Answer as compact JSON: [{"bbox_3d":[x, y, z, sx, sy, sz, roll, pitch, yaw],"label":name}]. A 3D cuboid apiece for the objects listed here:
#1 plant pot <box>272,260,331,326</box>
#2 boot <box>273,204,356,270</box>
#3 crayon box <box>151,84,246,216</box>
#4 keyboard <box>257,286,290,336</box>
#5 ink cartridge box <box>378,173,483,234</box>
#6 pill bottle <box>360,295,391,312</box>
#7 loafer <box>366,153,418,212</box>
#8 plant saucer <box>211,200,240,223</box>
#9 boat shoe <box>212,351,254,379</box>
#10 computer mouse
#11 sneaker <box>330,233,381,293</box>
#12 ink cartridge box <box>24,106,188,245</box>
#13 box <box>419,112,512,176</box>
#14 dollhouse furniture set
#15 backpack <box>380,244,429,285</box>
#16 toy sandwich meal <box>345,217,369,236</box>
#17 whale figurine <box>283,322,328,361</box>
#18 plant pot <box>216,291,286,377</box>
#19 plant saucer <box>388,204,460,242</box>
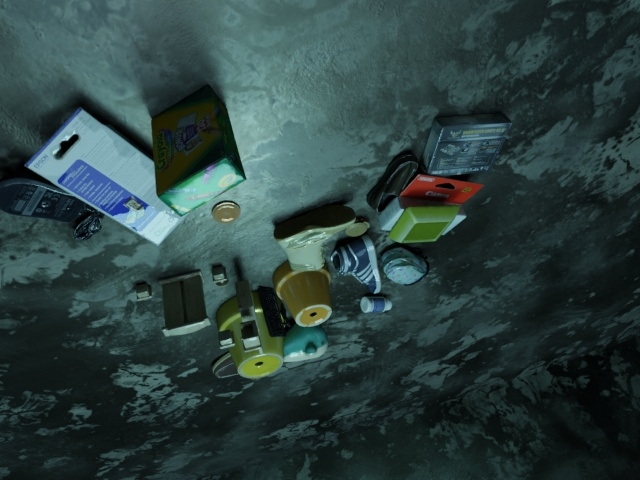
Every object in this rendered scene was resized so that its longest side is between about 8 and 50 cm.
[{"bbox_3d":[-0.049,0.190,1.582,0.205,0.187,0.205,-12,139,-10],"label":"plant pot"},{"bbox_3d":[0.000,0.000,1.464,0.262,0.095,0.203,-19,139,1],"label":"boot"},{"bbox_3d":[-0.273,-0.202,0.987,0.166,0.278,0.081,-28,140,8],"label":"crayon box"},{"bbox_3d":[-0.157,0.248,1.601,0.100,0.191,0.038,9,142,-45],"label":"keyboard"},{"bbox_3d":[0.368,-0.108,1.486,0.276,0.060,0.239,4,150,-26],"label":"ink cartridge box"},{"bbox_3d":[0.233,0.265,1.875,0.120,0.067,0.067,3,134,-26],"label":"pill bottle"},{"bbox_3d":[0.230,-0.168,1.388,0.080,0.078,0.220,11,131,-32],"label":"loafer"},{"bbox_3d":[-0.276,-0.080,1.325,0.084,0.013,0.083,-11,139,-10],"label":"plant saucer"},{"bbox_3d":[-0.287,0.518,1.894,0.342,0.123,0.123,-19,140,-2],"label":"boat shoe"},{"bbox_3d":[-0.656,-0.101,1.109,0.188,0.072,0.272,-41,148,19],"label":"computer mouse"},{"bbox_3d":[0.129,0.107,1.631,0.153,0.099,0.282,-21,133,-7],"label":"sneaker"},{"bbox_3d":[-0.480,-0.145,1.094,0.175,0.069,0.371,-46,138,1],"label":"ink cartridge box"},{"bbox_3d":[0.431,-0.285,1.359,0.231,0.056,0.183,-8,138,-14],"label":"box"},{"bbox_3d":[-0.383,0.267,1.441,0.356,0.303,0.173,-12,140,-9],"label":"dollhouse furniture set"},{"bbox_3d":[0.311,0.095,1.685,0.152,0.115,0.182,-39,134,24],"label":"backpack"},{"bbox_3d":[0.122,-0.045,1.519,0.086,0.029,0.085,-10,149,-6],"label":"toy sandwich meal"},{"bbox_3d":[-0.098,0.401,1.794,0.272,0.216,0.141,-12,101,-37],"label":"whale figurine"},{"bbox_3d":[-0.240,0.355,1.648,0.254,0.238,0.253,-11,138,-10],"label":"plant pot"},{"bbox_3d":[0.341,-0.044,1.483,0.189,0.045,0.188,-2,151,-15],"label":"plant saucer"}]
